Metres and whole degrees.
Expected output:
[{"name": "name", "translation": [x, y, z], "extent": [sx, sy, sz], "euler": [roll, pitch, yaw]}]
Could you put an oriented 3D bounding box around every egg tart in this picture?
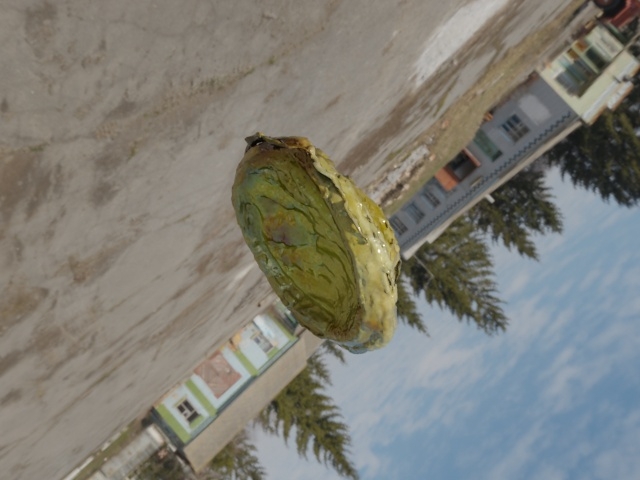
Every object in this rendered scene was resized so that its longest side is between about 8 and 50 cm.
[{"name": "egg tart", "translation": [0.000, 0.000, 0.575], "extent": [0.095, 0.279, 0.279], "euler": [-33, 172, -28]}]
